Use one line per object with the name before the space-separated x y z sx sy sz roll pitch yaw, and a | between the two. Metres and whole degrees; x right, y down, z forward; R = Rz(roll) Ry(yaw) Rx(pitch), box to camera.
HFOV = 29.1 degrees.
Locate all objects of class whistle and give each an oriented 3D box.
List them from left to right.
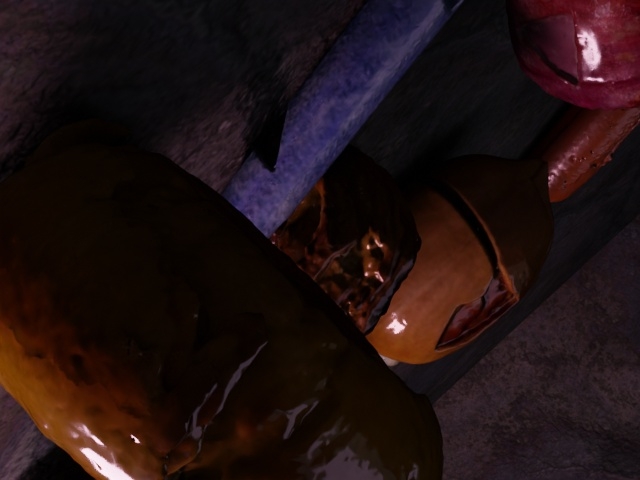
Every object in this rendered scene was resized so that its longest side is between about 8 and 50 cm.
whistle | 0.019 -0.118 0.968 0.304 0.062 0.062 -51 164 21

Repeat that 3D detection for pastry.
pastry | -0.067 0.071 0.752 0.164 0.356 0.356 -51 166 -2

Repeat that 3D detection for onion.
onion | 0.281 -0.251 1.038 0.256 0.272 0.230 -40 140 -42

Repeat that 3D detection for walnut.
walnut | 0.154 0.011 1.446 0.298 0.203 0.203 -50 165 7

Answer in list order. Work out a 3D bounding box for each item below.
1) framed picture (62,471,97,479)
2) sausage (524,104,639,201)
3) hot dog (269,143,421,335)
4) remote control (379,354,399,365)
framed picture | -0.192 0.248 1.280 0.265 0.018 0.192 -20 162 -12
sausage | 0.412 -0.182 1.781 0.330 0.102 0.102 -52 164 26
hot dog | -0.002 -0.001 1.090 0.175 0.114 0.259 -57 -167 6
remote control | 0.093 0.093 1.662 0.038 0.098 0.233 -45 167 -26
